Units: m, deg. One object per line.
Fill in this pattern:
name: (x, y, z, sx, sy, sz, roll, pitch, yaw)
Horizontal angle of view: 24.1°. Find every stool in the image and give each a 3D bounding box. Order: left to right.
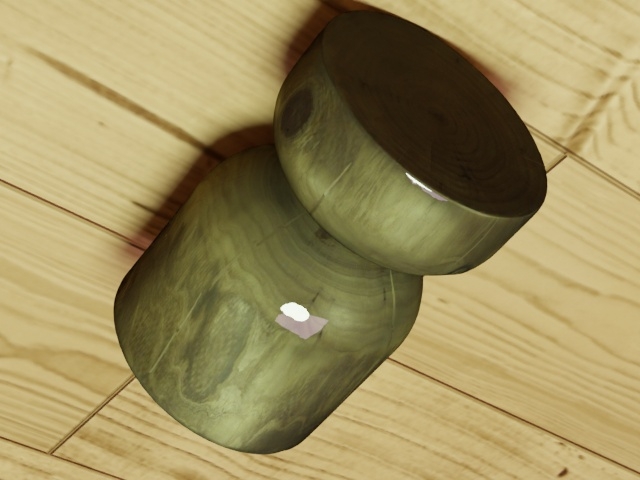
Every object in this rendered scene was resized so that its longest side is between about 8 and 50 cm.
stool: (0.000, 0.000, 1.008, 0.179, 0.179, 0.264, 21, 128, -30)
